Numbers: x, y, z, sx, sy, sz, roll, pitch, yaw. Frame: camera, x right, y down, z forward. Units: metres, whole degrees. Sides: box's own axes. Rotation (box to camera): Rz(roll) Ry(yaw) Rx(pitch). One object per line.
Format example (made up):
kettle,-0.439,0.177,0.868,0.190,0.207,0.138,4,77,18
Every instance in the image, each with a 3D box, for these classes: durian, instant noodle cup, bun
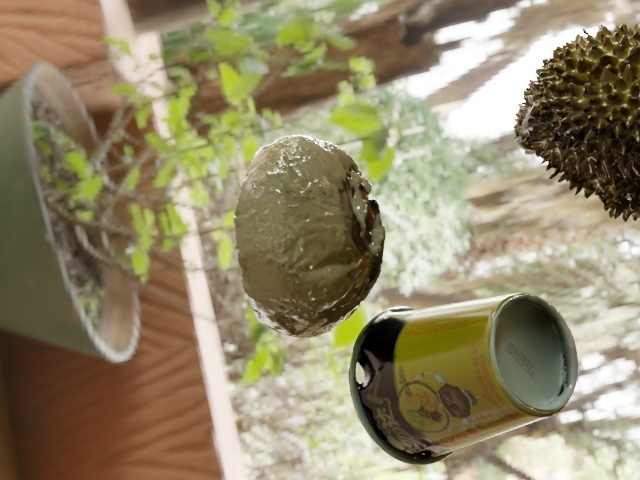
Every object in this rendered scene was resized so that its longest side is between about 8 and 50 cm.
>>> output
durian,0.390,-0.157,1.548,0.293,0.258,0.258,19,-50,51
instant noodle cup,0.186,0.162,1.541,0.236,0.215,0.215,-22,-101,49
bun,0.000,0.000,1.572,0.259,0.152,0.259,-3,90,-73
